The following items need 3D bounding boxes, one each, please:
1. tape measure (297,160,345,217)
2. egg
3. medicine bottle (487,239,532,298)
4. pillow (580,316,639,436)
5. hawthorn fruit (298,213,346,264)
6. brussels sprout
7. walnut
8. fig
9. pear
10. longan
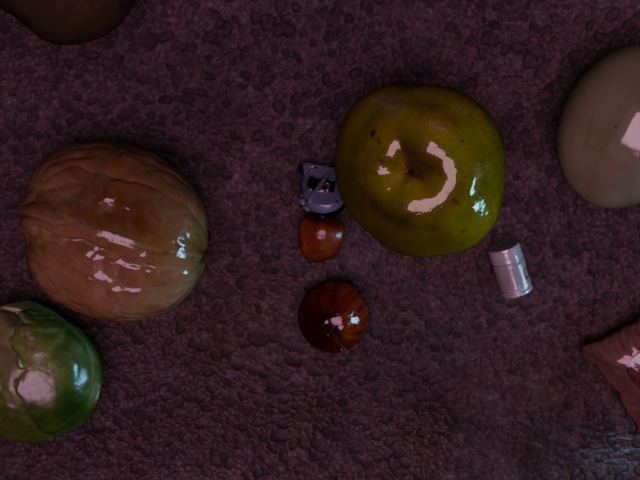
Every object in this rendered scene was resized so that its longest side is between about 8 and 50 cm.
[{"bbox_3d":[0.007,-0.085,1.923,0.091,0.094,0.054,-4,150,0],"label":"tape measure"},{"bbox_3d":[0.485,-0.179,1.814,0.219,0.219,0.269,27,109,-6],"label":"egg"},{"bbox_3d":[0.323,0.049,1.968,0.057,0.057,0.089,-18,105,7],"label":"medicine bottle"},{"bbox_3d":[0.600,0.212,1.995,0.236,0.084,0.223,-37,100,9],"label":"pillow"},{"bbox_3d":[0.000,0.000,1.953,0.081,0.081,0.093,12,109,-2],"label":"hawthorn fruit"},{"bbox_3d":[-0.491,0.224,1.973,0.244,0.244,0.244,0,107,2],"label":"brussels sprout"},{"bbox_3d":[-0.336,-0.015,1.869,0.313,0.252,0.277,12,118,3],"label":"walnut"},{"bbox_3d":[0.018,0.143,1.973,0.128,0.150,0.128,14,144,11],"label":"fig"},{"bbox_3d":[0.158,-0.113,1.813,0.294,0.294,0.294,0,107,2],"label":"pear"},{"bbox_3d":[-0.400,-0.416,1.767,0.248,0.248,0.248,0,107,2],"label":"longan"}]
